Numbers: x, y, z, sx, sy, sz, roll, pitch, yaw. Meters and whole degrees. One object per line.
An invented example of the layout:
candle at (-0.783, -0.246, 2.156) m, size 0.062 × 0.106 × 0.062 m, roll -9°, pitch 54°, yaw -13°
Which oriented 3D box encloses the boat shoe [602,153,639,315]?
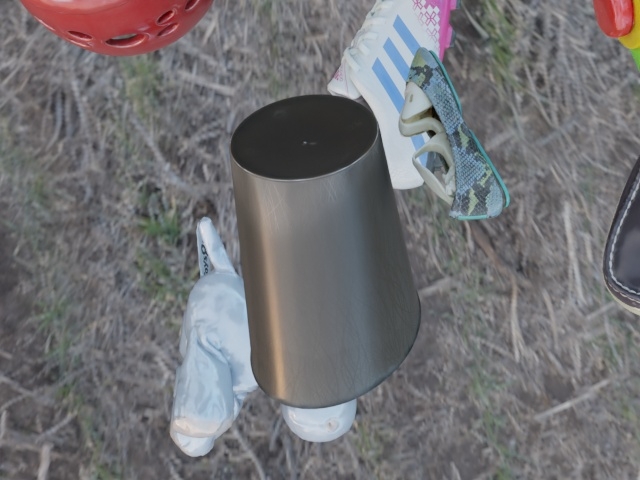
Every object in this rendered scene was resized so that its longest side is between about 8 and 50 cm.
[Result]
boat shoe at (0.276, -0.081, 0.821) m, size 0.092 × 0.103 × 0.285 m, roll 22°, pitch 103°, yaw -55°

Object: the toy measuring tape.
toy measuring tape at (0.348, -0.327, 1.336) m, size 0.121 × 0.121 × 0.330 m, roll -19°, pitch 69°, yaw 5°

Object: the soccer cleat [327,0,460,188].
soccer cleat at (0.084, -0.227, 1.380) m, size 0.143 × 0.116 × 0.331 m, roll 4°, pitch 83°, yaw -4°

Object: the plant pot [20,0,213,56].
plant pot at (-0.182, -0.255, 0.967) m, size 0.191 × 0.174 × 0.191 m, roll 0°, pitch 93°, yaw 5°

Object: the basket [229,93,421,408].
basket at (0.000, 0.000, 1.049) m, size 0.154 × 0.204 × 0.227 m, roll 10°, pitch 134°, yaw 23°

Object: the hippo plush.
hippo plush at (-0.059, 0.137, 1.504) m, size 0.236 × 0.234 × 0.294 m, roll 8°, pitch 87°, yaw -7°

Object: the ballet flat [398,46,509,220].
ballet flat at (0.106, -0.097, 1.078) m, size 0.070 × 0.188 × 0.070 m, roll -18°, pitch 149°, yaw -11°
